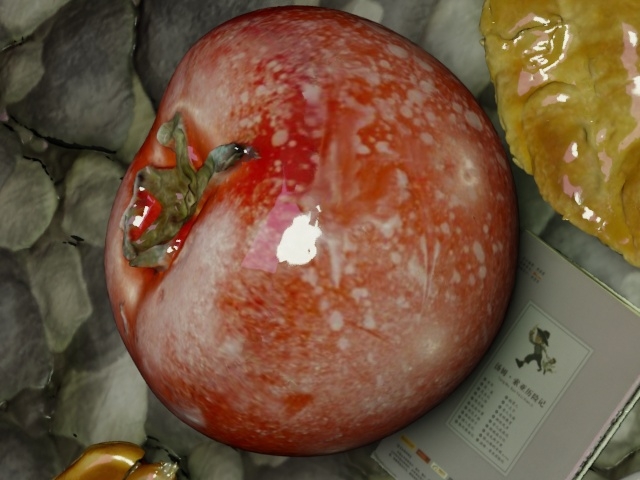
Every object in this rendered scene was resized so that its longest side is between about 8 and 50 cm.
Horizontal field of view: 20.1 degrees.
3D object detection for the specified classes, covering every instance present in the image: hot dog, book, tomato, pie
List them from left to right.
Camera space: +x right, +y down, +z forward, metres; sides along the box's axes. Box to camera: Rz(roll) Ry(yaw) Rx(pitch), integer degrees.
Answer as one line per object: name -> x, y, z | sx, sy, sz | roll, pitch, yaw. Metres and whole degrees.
hot dog -> -0.183, 0.216, 1.260 | 0.235, 0.062, 0.092 | -35, 61, 25
tomato -> 0.000, 0.000, 1.086 | 0.270, 0.227, 0.270 | -40, 42, 48
book -> 0.121, 0.098, 1.114 | 0.127, 0.014, 0.182 | 40, 101, 34
pie -> 0.248, -0.121, 1.001 | 0.339, 0.083, 0.339 | -9, 74, 33

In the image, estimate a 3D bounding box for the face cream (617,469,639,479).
face cream -> 0.193, 0.175, 1.043 | 0.040, 0.021, 0.083 | -33, 63, 24
